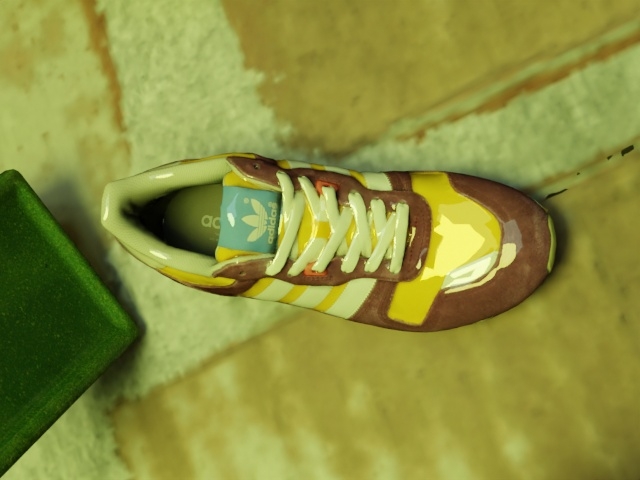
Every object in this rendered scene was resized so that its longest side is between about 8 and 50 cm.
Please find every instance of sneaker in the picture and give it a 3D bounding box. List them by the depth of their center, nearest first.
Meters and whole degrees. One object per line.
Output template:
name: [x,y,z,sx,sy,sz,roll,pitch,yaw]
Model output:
sneaker: [0.000,0.000,0.563,0.185,0.084,0.070,1,84,24]

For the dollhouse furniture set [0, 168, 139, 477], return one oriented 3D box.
dollhouse furniture set: [-0.144,0.159,0.616,0.197,0.151,0.301,-31,101,23]
